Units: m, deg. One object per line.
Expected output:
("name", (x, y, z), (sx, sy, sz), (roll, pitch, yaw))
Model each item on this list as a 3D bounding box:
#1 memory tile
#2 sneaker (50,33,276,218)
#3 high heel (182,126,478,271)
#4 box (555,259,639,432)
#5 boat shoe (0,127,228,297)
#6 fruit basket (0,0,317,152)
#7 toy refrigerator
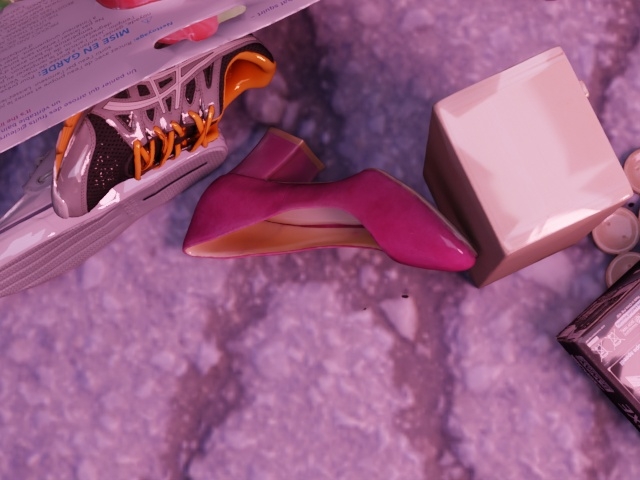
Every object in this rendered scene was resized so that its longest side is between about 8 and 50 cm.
("memory tile", (0.264, 0.000, 1.090), (0.113, 0.012, 0.148), (-17, 83, 1))
("sneaker", (-0.113, -0.092, 1.027), (0.083, 0.084, 0.215), (33, 62, 10))
("high heel", (0.000, 0.000, 1.019), (0.244, 0.082, 0.117), (29, 77, 41))
("box", (0.366, 0.057, 1.037), (0.307, 0.076, 0.242), (-43, 90, -2))
("boat shoe", (-0.182, -0.038, 1.091), (0.226, 0.083, 0.076), (-30, 73, -13))
("fruit basket", (-0.115, -0.202, 0.987), (0.327, 0.165, 0.353), (-27, 45, -1))
("toy refrigerator", (0.134, -0.041, 0.972), (0.094, 0.269, 0.102), (-25, 83, 0))
